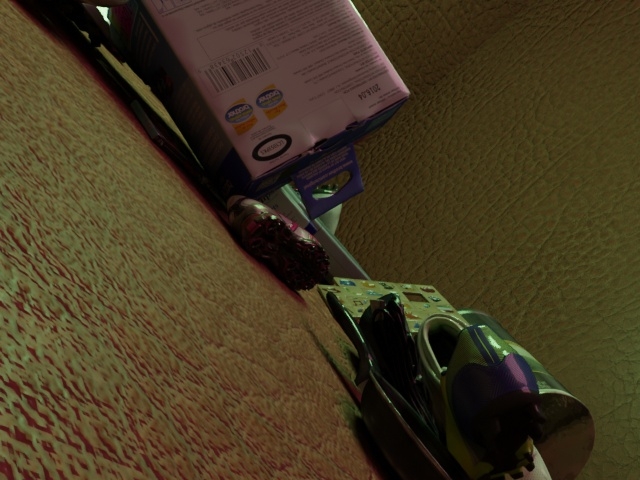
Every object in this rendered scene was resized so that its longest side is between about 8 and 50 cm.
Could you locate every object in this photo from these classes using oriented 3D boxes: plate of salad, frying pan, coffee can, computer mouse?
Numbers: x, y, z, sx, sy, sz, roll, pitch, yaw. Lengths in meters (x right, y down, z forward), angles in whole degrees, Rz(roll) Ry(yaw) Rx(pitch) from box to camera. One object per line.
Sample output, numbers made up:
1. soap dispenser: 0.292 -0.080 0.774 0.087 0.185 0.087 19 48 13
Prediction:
1. plate of salad: -0.351 -0.337 0.933 0.200 0.048 0.200 50 -5 6
2. frying pan: 0.063 0.156 0.653 0.326 0.053 0.197 49 0 26
3. coffee can: 0.278 0.259 1.125 0.201 0.201 0.275 48 3 -25
4. computer mouse: 0.086 0.144 0.891 0.272 0.072 0.188 -72 146 -82

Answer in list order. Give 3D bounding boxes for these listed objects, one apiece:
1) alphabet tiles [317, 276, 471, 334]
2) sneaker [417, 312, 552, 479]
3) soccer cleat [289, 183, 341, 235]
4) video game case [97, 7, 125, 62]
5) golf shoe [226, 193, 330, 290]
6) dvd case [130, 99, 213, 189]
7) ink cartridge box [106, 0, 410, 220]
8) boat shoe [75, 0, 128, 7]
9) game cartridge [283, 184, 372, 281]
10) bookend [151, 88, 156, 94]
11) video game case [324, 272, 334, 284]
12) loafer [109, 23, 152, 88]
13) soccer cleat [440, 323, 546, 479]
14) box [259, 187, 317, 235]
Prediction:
1. alphabet tiles: 0.120 0.110 1.160 0.237 0.009 0.198 6 19 -17
2. sneaker: 0.203 0.231 0.881 0.292 0.108 0.169 60 -2 29
3. soccer cleat: -0.050 -0.063 1.642 0.116 0.143 0.331 4 1 -21
4. video game case: -0.374 -0.452 1.165 0.232 0.042 0.210 46 38 -43
5. golf shoe: -0.050 -0.001 0.885 0.086 0.067 0.186 49 2 41
6. dvd case: -0.191 -0.122 0.893 0.087 0.013 0.119 51 4 38
7. ink cartridge box: -0.070 -0.225 0.941 0.395 0.270 0.151 57 -23 4
8. boat shoe: -0.343 -0.347 0.719 0.116 0.123 0.324 12 -13 38
9. game cartridge: 0.000 0.000 1.367 0.297 0.062 0.198 48 7 -36
10. bookend: -0.246 -0.324 1.342 0.072 0.157 0.156 49 3 -22
11. video game case: -0.076 -0.035 1.451 0.285 0.025 0.204 50 2 22
12. loafer: -0.168 -0.224 1.068 0.366 0.134 0.130 40 -16 -5
13. soccer cleat: 0.173 0.188 0.743 0.289 0.093 0.121 82 -10 -55
14. box: -0.085 -0.058 1.100 0.137 0.072 0.126 47 2 -26
